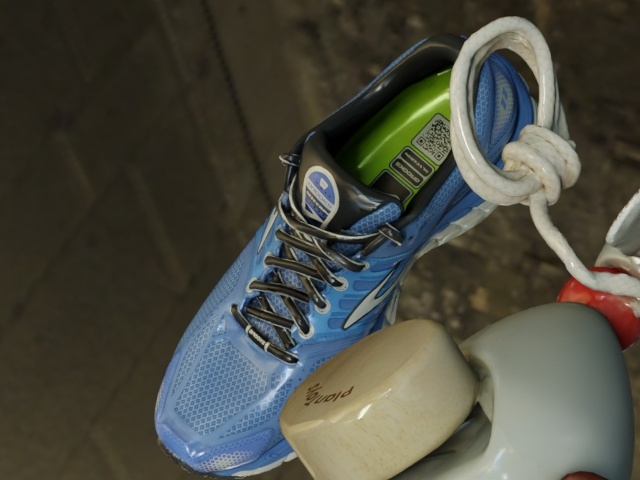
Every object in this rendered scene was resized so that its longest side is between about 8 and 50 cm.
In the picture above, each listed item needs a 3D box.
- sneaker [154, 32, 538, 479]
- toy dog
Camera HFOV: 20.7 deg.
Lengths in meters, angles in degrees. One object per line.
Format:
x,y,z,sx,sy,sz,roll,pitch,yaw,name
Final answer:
0.000,0.000,1.087,0.330,0.130,0.147,-54,156,-3,sneaker
0.133,0.054,0.775,0.220,0.161,0.333,43,58,-27,toy dog
